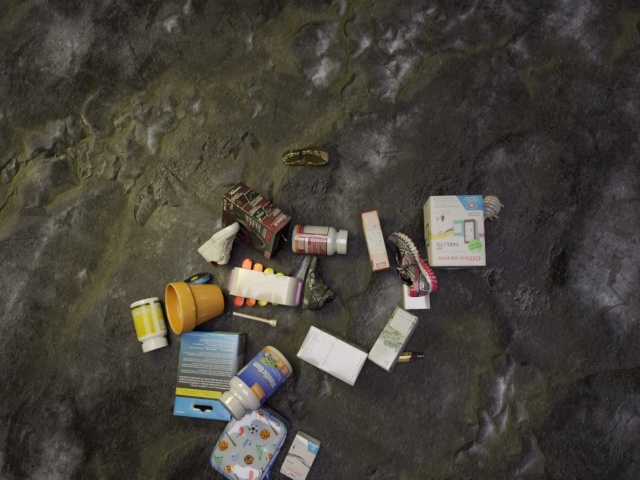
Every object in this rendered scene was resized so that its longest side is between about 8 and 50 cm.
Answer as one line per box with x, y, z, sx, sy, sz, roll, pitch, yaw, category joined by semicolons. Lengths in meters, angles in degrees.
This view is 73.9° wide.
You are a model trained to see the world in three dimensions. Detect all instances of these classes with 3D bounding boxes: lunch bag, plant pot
-0.272;0.806;1.678;0.243;0.115;0.303;30;85;6;lunch bag
-0.503;0.258;1.723;0.188;0.205;0.204;-8;79;-35;plant pot

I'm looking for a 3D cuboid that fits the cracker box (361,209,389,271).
0.220;0.008;1.718;0.067;0.155;0.231;-13;81;4;cracker box

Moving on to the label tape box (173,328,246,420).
-0.448;0.538;1.734;0.241;0.106;0.332;4;83;7;label tape box

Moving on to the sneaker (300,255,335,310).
-0.004;0.181;1.756;0.131;0.087;0.227;10;68;-13;sneaker

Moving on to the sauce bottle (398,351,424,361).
0.349;0.464;1.701;0.128;0.042;0.042;-5;82;3;sauce bottle

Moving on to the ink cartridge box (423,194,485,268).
0.520;-0.024;1.672;0.199;0.197;0.269;-1;82;6;ink cartridge box

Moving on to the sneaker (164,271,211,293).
-0.557;0.208;1.819;0.210;0.069;0.082;-27;110;-6;sneaker

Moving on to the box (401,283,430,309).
0.380;0.225;1.706;0.102;0.087;0.101;-2;82;5;box

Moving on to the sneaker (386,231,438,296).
0.339;0.087;1.669;0.112;0.120;0.299;-23;52;-8;sneaker

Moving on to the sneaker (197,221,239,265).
-0.393;0.021;1.752;0.123;0.290;0.106;54;46;-3;sneaker

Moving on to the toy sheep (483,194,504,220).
0.689;-0.131;1.729;0.091;0.091;0.132;27;67;9;toy sheep

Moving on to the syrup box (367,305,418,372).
0.288;0.388;1.665;0.093;0.096;0.236;28;77;24;syrup box

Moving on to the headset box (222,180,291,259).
-0.253;-0.068;1.734;0.293;0.218;0.110;36;57;8;headset box

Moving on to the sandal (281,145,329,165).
-0.061;-0.356;1.850;0.220;0.060;0.089;-3;75;19;sandal

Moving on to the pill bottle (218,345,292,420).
-0.251;0.551;1.639;0.152;0.152;0.272;44;59;9;pill bottle

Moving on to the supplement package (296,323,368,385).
0.050;0.445;1.684;0.244;0.134;0.138;26;86;8;supplement package

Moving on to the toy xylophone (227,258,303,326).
-0.245;0.219;1.771;0.323;0.081;0.235;18;84;8;toy xylophone

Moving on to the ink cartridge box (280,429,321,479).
-0.082;0.863;1.676;0.104;0.060;0.180;24;85;8;ink cartridge box

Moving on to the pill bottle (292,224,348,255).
0.000;0.000;1.758;0.222;0.121;0.121;5;83;6;pill bottle

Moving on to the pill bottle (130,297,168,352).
-0.711;0.353;1.779;0.119;0.119;0.208;-18;80;3;pill bottle
